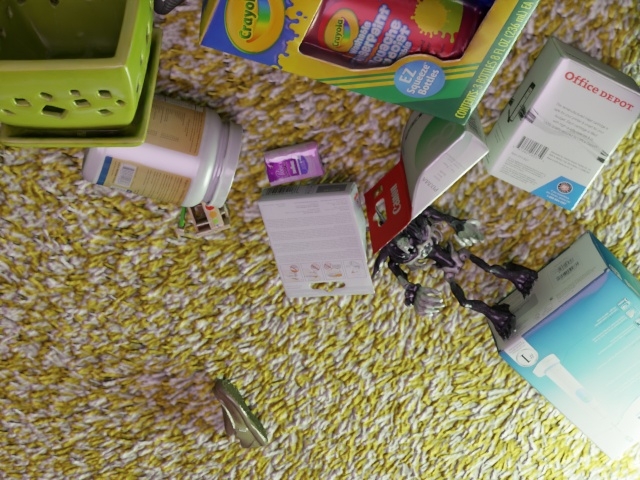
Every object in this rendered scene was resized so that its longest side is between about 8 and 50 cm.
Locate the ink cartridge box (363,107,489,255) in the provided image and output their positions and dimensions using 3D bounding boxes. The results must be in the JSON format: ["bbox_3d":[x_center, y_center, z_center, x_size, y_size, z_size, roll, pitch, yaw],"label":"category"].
[{"bbox_3d":[0.130,-0.108,2.039,0.225,0.181,0.056,-41,114,19],"label":"ink cartridge box"}]

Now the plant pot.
[{"bbox_3d":[-0.321,-0.244,1.862,0.228,0.227,0.207,0,147,7],"label":"plant pot"}]

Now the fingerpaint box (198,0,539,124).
[{"bbox_3d":[0.096,-0.387,1.741,0.371,0.163,0.445,16,133,-15],"label":"fingerpaint box"}]

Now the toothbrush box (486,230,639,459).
[{"bbox_3d":[0.435,0.166,2.251,0.216,0.126,0.295,-41,114,17],"label":"toothbrush box"}]

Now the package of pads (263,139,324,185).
[{"bbox_3d":[-0.039,-0.113,2.108,0.083,0.032,0.050,-12,117,3],"label":"package of pads"}]

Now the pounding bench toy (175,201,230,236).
[{"bbox_3d":[-0.181,-0.047,2.123,0.083,0.052,0.065,-16,120,5],"label":"pounding bench toy"}]

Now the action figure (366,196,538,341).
[{"bbox_3d":[0.185,0.031,2.141,0.276,0.141,0.164,28,97,-12],"label":"action figure"}]

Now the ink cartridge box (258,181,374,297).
[{"bbox_3d":[0.000,0.000,2.151,0.145,0.045,0.179,-4,126,18],"label":"ink cartridge box"}]

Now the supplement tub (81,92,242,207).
[{"bbox_3d":[-0.220,-0.128,2.020,0.200,0.144,0.144,15,118,-12],"label":"supplement tub"}]

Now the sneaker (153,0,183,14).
[{"bbox_3d":[-0.128,-0.374,1.924,0.106,0.078,0.234,36,109,-19],"label":"sneaker"}]

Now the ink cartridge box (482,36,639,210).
[{"bbox_3d":[0.345,-0.166,2.076,0.148,0.086,0.203,24,115,-16],"label":"ink cartridge box"}]

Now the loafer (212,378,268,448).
[{"bbox_3d":[-0.135,0.283,2.315,0.050,0.056,0.148,-30,118,5],"label":"loafer"}]
